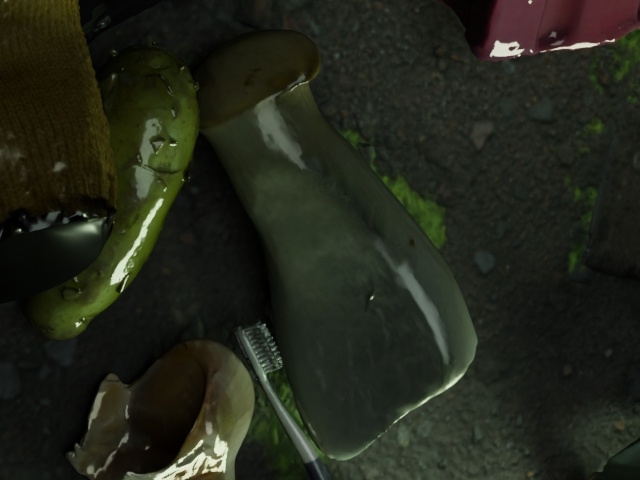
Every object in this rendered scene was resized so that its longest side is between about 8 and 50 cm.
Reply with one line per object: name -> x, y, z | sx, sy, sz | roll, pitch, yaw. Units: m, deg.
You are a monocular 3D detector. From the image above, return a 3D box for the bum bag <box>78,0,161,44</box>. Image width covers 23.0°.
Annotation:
bum bag -> -0.097, -0.239, 1.127 | 0.340, 0.095, 0.144 | -25, 116, -14

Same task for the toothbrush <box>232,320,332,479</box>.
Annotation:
toothbrush -> 0.003, 0.189, 1.228 | 0.288, 0.026, 0.024 | 65, 26, -14

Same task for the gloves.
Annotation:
gloves -> -0.248, -0.131, 0.996 | 0.203, 0.155, 0.356 | -18, 86, -13

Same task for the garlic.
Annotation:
garlic -> -0.109, 0.157, 1.182 | 0.124, 0.099, 0.174 | 29, 82, -35

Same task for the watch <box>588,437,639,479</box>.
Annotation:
watch -> 0.379, 0.261, 1.434 | 0.241, 0.161, 0.253 | -41, 115, -25

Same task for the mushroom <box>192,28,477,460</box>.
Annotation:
mushroom -> 0.000, 0.000, 1.201 | 0.159, 0.122, 0.329 | -40, 113, -26

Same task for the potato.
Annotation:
potato -> -0.152, -0.034, 1.118 | 0.090, 0.117, 0.226 | 21, 95, -22

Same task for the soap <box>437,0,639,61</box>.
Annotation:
soap -> 0.224, -0.324, 1.178 | 0.233, 0.128, 0.360 | -10, 132, -23
